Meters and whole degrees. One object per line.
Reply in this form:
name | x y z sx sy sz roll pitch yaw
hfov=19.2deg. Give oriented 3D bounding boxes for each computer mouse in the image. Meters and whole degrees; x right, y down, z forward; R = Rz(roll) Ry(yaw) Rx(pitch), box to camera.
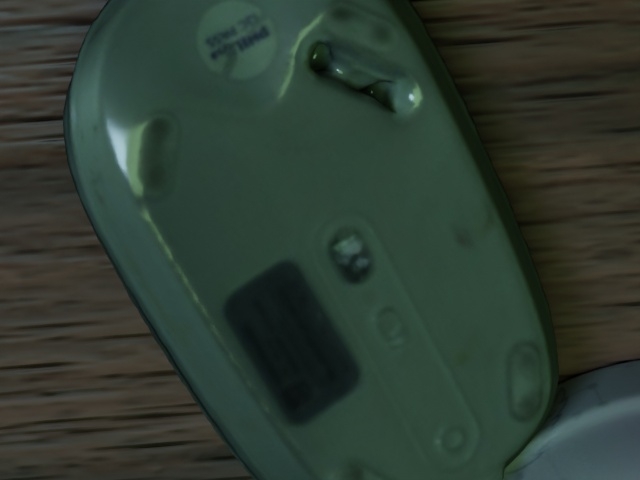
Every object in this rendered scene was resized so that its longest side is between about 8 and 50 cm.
computer mouse | -0.002 -0.001 0.964 0.197 0.095 0.330 -29 110 -9

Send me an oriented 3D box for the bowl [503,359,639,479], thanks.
bowl | 0.199 0.219 1.035 0.287 0.144 0.287 -1 112 -2
